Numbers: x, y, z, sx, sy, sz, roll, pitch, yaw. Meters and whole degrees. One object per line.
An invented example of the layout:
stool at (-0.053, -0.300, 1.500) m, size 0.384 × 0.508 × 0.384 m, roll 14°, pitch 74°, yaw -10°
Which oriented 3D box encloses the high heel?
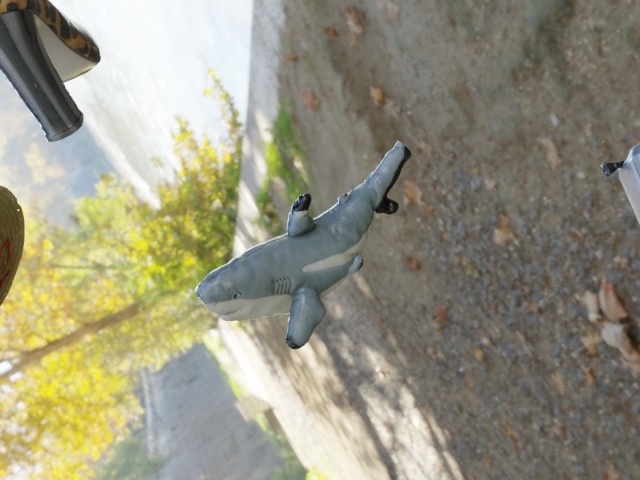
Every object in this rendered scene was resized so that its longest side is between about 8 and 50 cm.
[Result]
high heel at (-0.282, -0.220, 0.754) m, size 0.186 × 0.093 × 0.261 m, roll 65°, pitch 176°, yaw -36°

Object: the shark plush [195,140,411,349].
shark plush at (0.000, 0.000, 0.521) m, size 0.067 × 0.161 × 0.073 m, roll 52°, pitch -177°, yaw -37°

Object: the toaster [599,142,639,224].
toaster at (0.525, -0.073, 1.154) m, size 0.129 × 0.227 × 0.146 m, roll 77°, pitch 179°, yaw -71°

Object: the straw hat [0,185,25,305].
straw hat at (-0.297, 0.014, 0.650) m, size 0.061 × 0.144 × 0.144 m, roll 18°, pitch 162°, yaw 4°
